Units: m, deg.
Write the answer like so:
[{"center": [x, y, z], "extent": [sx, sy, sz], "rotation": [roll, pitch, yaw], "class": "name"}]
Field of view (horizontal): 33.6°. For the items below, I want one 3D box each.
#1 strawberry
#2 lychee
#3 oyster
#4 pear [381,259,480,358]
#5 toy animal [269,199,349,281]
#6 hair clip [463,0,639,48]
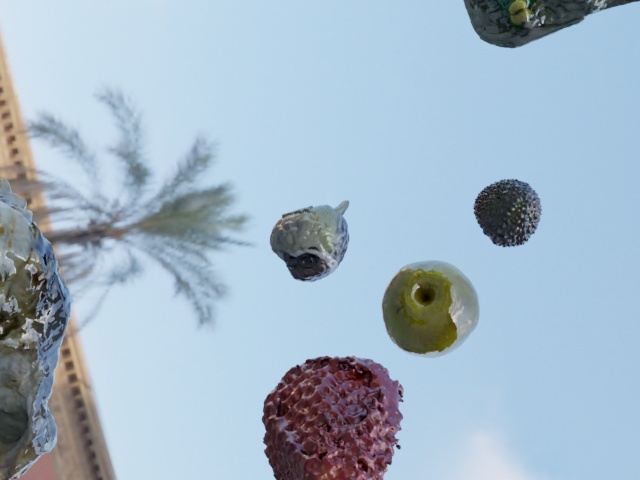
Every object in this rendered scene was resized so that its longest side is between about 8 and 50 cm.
[{"center": [0.007, 0.213, 1.273], "extent": [0.106, 0.188, 0.286], "rotation": [57, 4, -16], "class": "strawberry"}, {"center": [0.185, -0.027, 1.052], "extent": [0.083, 0.067, 0.068], "rotation": [123, -10, -56], "class": "lychee"}, {"center": [-0.343, 0.107, 1.120], "extent": [0.133, 0.198, 0.337], "rotation": [13, -68, 17], "class": "oyster"}, {"center": [0.165, 0.105, 1.589], "extent": [0.149, 0.149, 0.162], "rotation": [56, -3, 30], "class": "pear"}, {"center": [0.000, 0.000, 1.344], "extent": [0.098, 0.137, 0.098], "rotation": [17, -64, 39], "class": "toy animal"}, {"center": [0.306, -0.292, 1.077], "extent": [0.091, 0.321, 0.138], "rotation": [84, -9, -68], "class": "hair clip"}]
